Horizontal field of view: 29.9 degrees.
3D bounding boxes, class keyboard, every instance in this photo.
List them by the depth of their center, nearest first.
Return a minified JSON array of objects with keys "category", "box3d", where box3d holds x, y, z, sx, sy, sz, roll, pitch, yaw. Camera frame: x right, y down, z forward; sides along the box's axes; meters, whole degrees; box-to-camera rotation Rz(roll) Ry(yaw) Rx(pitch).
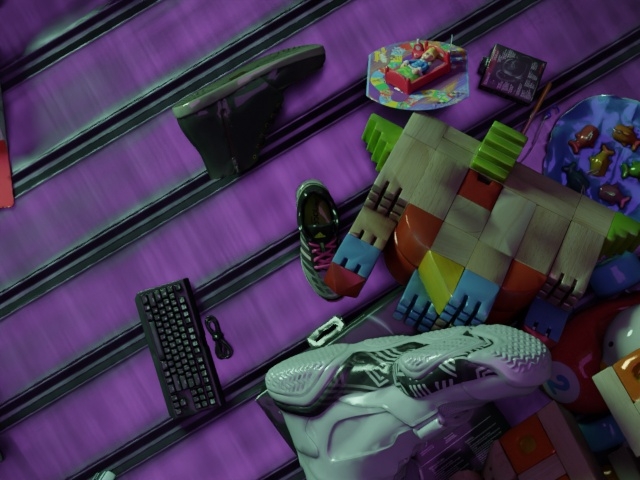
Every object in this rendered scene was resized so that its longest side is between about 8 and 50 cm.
[{"category":"keyboard","box3d":[-0.178,0.143,1.628,0.108,0.023,0.180,-17,89,0]}]

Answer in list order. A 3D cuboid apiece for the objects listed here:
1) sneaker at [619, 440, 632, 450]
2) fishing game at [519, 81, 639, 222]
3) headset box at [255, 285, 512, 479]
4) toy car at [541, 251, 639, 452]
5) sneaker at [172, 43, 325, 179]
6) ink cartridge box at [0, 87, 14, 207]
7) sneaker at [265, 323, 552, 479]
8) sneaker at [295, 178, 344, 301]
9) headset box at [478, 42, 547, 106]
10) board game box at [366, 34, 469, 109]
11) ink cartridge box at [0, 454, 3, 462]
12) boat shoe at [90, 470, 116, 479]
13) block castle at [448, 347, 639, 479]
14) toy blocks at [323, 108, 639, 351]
[{"category":"sneaker","box3d":[0.447,0.285,1.601,0.191,0.071,0.083,-38,83,-1]},{"category":"fishing game","box3d":[0.395,-0.105,1.625,0.264,0.041,0.189,33,91,1]},{"category":"headset box","box3d":[0.084,0.226,1.571,0.246,0.131,0.283,-37,89,0]},{"category":"toy car","box3d":[0.387,0.144,1.519,0.210,0.238,0.219,-27,88,0]},{"category":"sneaker","box3d":[-0.078,-0.176,1.619,0.222,0.083,0.118,-27,107,-7]},{"category":"ink cartridge box","box3d":[-0.519,-0.148,1.623,0.181,0.056,0.224,-7,87,0]},{"category":"sneaker","box3d":[0.113,0.220,1.394,0.366,0.137,0.210,-10,97,34]},{"category":"sneaker","box3d":[0.000,0.000,1.605,0.063,0.075,0.170,-10,89,0]},{"category":"headset box","box3d":[0.257,-0.226,1.631,0.083,0.032,0.062,20,88,2]},{"category":"board game box","box3d":[0.127,-0.231,1.574,0.133,0.168,0.033,0,130,5]},{"category":"ink cartridge box","box3d":[-0.567,0.210,1.581,0.198,0.115,0.273,-20,88,0]},{"category":"boat shoe","box3d":[-0.357,0.366,1.601,0.083,0.065,0.183,39,90,0]},{"category":"block castle","box3d":[0.400,0.296,1.407,0.453,0.303,0.213,-36,53,17]},{"category":"toy blocks","box3d":[0.184,0.014,1.487,0.381,0.191,0.261,27,55,3]}]
